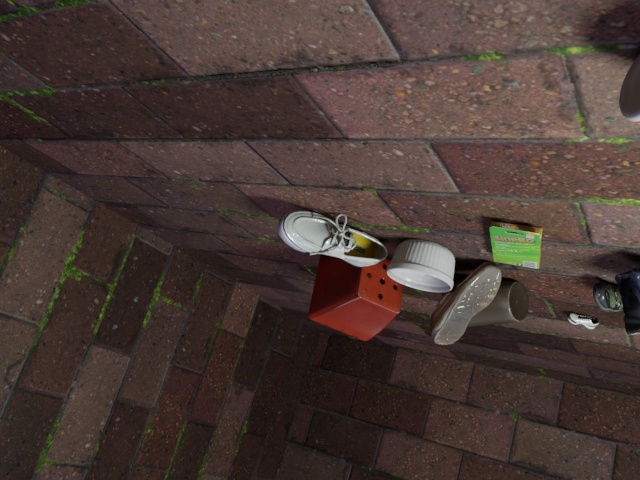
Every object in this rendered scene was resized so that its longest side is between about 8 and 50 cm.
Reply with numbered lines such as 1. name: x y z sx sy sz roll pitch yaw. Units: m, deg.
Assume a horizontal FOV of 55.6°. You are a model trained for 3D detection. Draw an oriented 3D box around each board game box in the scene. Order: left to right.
1. board game box: 0.515 0.011 1.598 0.124 0.039 0.259 10 165 22

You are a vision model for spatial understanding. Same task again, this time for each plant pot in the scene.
1. plant pot: 0.149 0.174 2.146 0.267 0.267 0.236 25 151 -24

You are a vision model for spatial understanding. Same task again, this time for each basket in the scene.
1. basket: 0.547 0.201 1.991 0.227 0.154 0.204 -9 131 47

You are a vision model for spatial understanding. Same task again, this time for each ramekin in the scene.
1. ramekin: 0.317 0.076 1.879 0.207 0.108 0.207 15 164 5

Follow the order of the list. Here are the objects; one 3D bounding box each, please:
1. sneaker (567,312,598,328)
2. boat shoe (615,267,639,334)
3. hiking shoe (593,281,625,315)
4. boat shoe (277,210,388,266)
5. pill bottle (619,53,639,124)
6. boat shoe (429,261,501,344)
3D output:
1. sneaker: 0.889 0.266 2.054 0.109 0.040 0.043 16 148 -7
2. boat shoe: 0.879 0.125 1.485 0.341 0.158 0.127 -7 168 -23
3. hiking shoe: 0.857 0.158 1.681 0.227 0.086 0.114 19 151 -25
4. boat shoe: 0.056 -0.002 1.847 0.367 0.135 0.157 23 163 -28
5. pill bottle: 0.530 -0.181 0.802 0.222 0.124 0.124 18 164 -6
6. boat shoe: 0.436 0.183 1.902 0.123 0.116 0.324 19 120 -27
